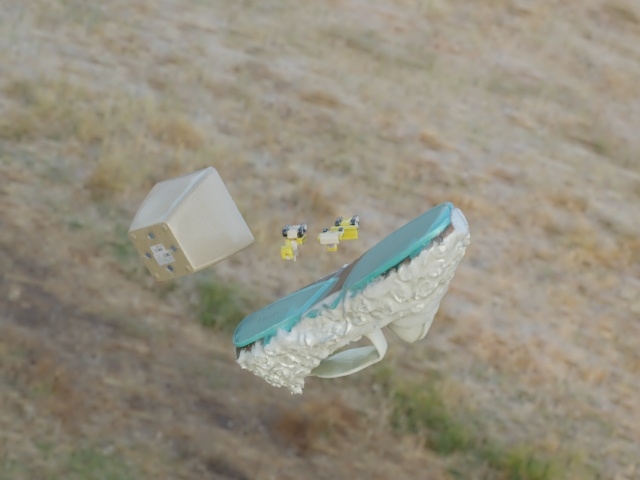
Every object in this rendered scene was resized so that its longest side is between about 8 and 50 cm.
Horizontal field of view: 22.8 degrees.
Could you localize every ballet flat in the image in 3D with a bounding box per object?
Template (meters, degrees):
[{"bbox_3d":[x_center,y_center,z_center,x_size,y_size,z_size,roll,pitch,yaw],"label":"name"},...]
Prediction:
[{"bbox_3d":[0.060,0.084,1.990,0.147,0.409,0.147,25,51,-35],"label":"ballet flat"}]

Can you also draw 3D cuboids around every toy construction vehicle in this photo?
[{"bbox_3d":[0.000,0.000,1.823,0.085,0.035,0.098,-5,13,9],"label":"toy construction vehicle"}]

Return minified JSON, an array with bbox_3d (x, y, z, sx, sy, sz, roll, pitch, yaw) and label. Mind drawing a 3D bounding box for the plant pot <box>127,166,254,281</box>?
[{"bbox_3d":[-0.166,-0.010,1.913,0.109,0.109,0.096,-14,21,41],"label":"plant pot"}]
